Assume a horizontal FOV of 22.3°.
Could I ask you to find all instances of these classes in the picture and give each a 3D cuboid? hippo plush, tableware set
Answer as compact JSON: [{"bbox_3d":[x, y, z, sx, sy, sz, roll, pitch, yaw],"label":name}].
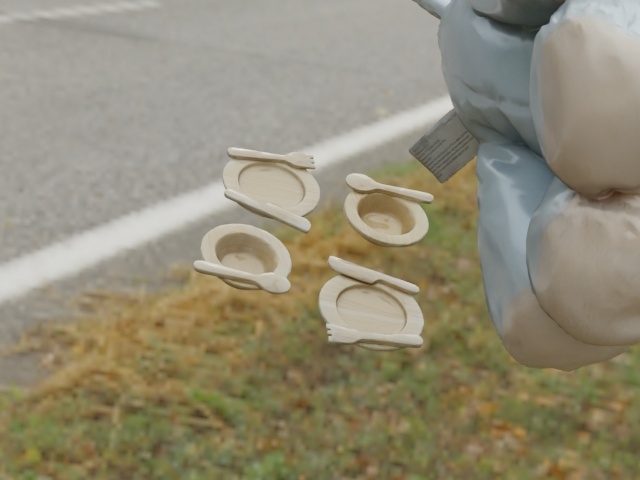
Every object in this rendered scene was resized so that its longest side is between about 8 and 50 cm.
[{"bbox_3d":[0.188,-0.066,0.769,0.237,0.234,0.294,-7,-3,-10],"label":"hippo plush"},{"bbox_3d":[0.000,0.000,0.989,0.141,0.020,0.168,16,40,-4],"label":"tableware set"}]
